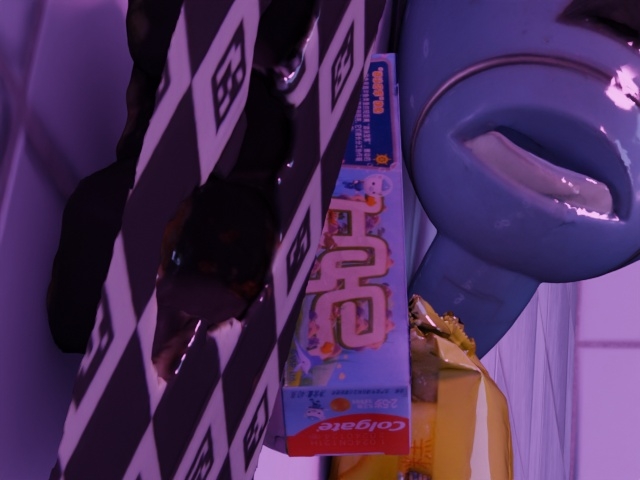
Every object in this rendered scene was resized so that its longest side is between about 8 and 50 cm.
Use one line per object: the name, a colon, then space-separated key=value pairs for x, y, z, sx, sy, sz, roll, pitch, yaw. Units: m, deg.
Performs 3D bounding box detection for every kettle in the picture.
kettle: x=0.144 y=-0.073 z=1.114 sx=0.319 sy=0.247 sz=0.342 roll=-66 pitch=176 yaw=37

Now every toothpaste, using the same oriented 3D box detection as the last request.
toothpaste: x=0.000 y=0.000 z=0.753 sx=0.044 sy=0.070 sz=0.193 roll=86 pitch=3 yaw=-45

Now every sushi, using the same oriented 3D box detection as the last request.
sushi: x=-0.042 y=-0.022 z=0.564 sx=0.231 sy=0.047 sz=0.220 roll=19 pitch=86 yaw=-78

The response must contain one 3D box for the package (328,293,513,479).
package: x=0.052 y=0.140 z=0.933 sx=0.168 sy=0.090 sz=0.226 roll=48 pitch=46 yaw=-77
